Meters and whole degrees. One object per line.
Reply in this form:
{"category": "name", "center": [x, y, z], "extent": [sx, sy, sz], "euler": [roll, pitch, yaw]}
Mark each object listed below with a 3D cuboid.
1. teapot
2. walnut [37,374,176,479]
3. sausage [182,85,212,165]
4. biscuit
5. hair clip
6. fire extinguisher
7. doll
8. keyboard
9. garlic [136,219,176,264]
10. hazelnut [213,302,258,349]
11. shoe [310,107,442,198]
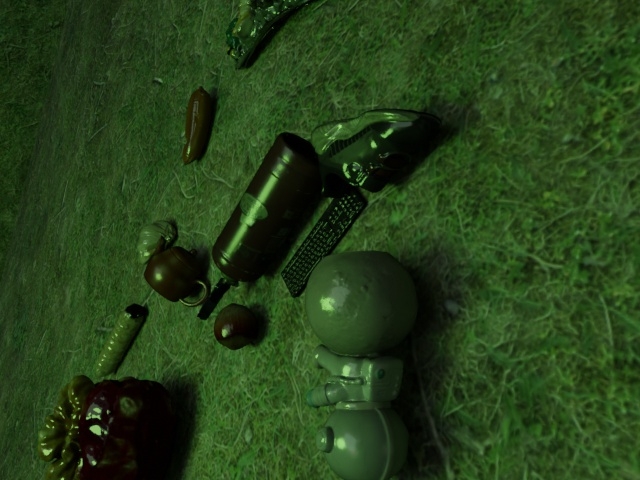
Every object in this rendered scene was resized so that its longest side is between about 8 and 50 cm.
{"category": "teapot", "center": [-0.289, 0.063, 1.176], "extent": [0.173, 0.116, 0.116], "euler": [44, 116, 18]}
{"category": "walnut", "center": [-0.401, 0.392, 1.091], "extent": [0.222, 0.244, 0.268], "euler": [-7, 78, 48]}
{"category": "sausage", "center": [-0.276, -0.257, 1.284], "extent": [0.062, 0.054, 0.183], "euler": [156, 122, -81]}
{"category": "biscuit", "center": [-0.486, 0.240, 1.383], "extent": [0.055, 0.061, 0.219], "euler": [34, 115, 2]}
{"category": "hair clip", "center": [-0.103, -0.462, 1.108], "extent": [0.321, 0.091, 0.138], "euler": [-28, 56, 41]}
{"category": "fire extinguisher", "center": [-0.112, -0.009, 0.959], "extent": [0.344, 0.102, 0.138], "euler": [-56, 6, 22]}
{"category": "doll", "center": [0.053, 0.159, 0.706], "extent": [0.151, 0.151, 0.286], "euler": [-14, 73, 47]}
{"category": "keyboard", "center": [0.000, 0.000, 0.909], "extent": [0.204, 0.013, 0.061], "euler": [-54, 45, 25]}
{"category": "garlic", "center": [-0.383, 0.002, 1.320], "extent": [0.094, 0.074, 0.113], "euler": [-28, 43, 54]}
{"category": "hazelnut", "center": [-0.147, 0.149, 0.993], "extent": [0.086, 0.086, 0.086], "euler": [-18, 66, 46]}
{"category": "shoe", "center": [0.072, -0.117, 0.802], "extent": [0.228, 0.099, 0.112], "euler": [2, 88, 52]}
